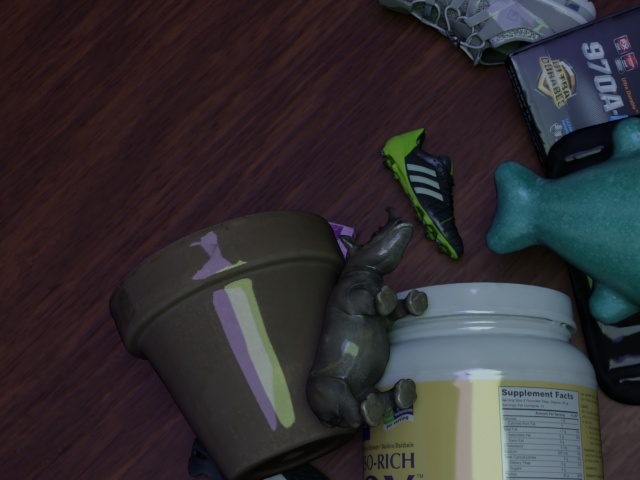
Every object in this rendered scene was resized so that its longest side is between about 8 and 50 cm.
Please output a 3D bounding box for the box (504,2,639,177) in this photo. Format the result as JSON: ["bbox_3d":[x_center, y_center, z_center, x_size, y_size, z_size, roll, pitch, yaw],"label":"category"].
[{"bbox_3d":[0.336,-0.145,1.052,0.175,0.051,0.220,-19,89,4],"label":"box"}]

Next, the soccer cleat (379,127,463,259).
[{"bbox_3d":[0.138,-0.061,1.092,0.072,0.060,0.179,-27,68,0],"label":"soccer cleat"}]

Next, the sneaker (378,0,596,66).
[{"bbox_3d":[0.194,-0.279,1.121,0.281,0.105,0.115,17,77,14],"label":"sneaker"}]

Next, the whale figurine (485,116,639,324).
[{"bbox_3d":[0.299,-0.020,0.908,0.272,0.141,0.216,10,95,22],"label":"whale figurine"}]

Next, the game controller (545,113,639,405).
[{"bbox_3d":[0.361,0.020,0.997,0.166,0.067,0.319,-14,86,20],"label":"game controller"}]

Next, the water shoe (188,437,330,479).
[{"bbox_3d":[-0.060,0.284,1.031,0.203,0.073,0.080,31,106,19],"label":"water shoe"}]

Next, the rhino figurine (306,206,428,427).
[{"bbox_3d":[0.044,0.070,0.867,0.106,0.073,0.243,-20,50,47],"label":"rhino figurine"}]

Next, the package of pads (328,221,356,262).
[{"bbox_3d":[0.000,0.000,1.113,0.083,0.032,0.050,14,78,14],"label":"package of pads"}]

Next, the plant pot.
[{"bbox_3d":[-0.069,0.127,0.963,0.263,0.263,0.229,-24,69,3],"label":"plant pot"}]

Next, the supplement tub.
[{"bbox_3d":[0.161,0.226,0.906,0.241,0.241,0.331,-3,73,10],"label":"supplement tub"}]
